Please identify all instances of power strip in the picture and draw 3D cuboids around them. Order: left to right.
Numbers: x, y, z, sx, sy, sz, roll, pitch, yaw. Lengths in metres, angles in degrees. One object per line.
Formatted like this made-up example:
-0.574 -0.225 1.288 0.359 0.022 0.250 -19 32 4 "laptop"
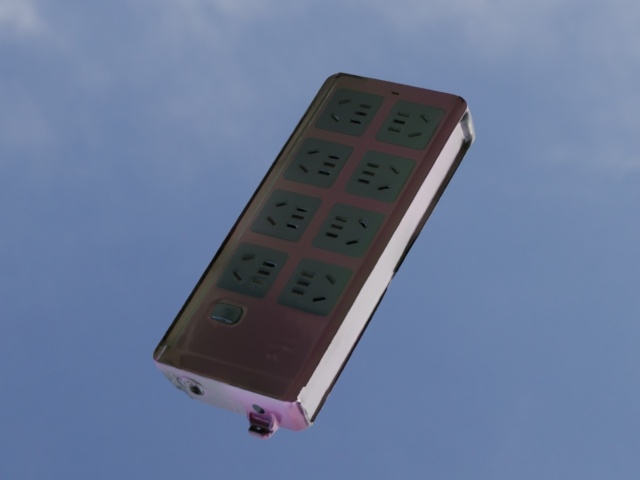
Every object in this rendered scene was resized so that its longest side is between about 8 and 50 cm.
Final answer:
0.000 0.000 1.193 0.109 0.037 0.279 14 -123 27 "power strip"
